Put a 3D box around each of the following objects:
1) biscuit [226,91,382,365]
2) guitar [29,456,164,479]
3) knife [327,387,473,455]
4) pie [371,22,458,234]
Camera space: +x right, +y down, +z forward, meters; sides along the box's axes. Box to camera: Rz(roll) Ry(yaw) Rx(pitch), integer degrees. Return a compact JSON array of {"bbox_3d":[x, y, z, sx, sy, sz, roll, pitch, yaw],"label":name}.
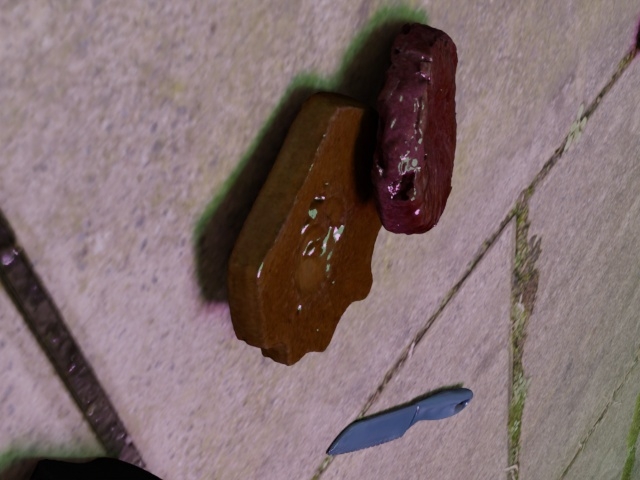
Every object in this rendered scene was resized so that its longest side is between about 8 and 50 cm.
[{"bbox_3d":[-0.002,-0.001,0.855,0.182,0.034,0.215,-64,158,-13],"label":"biscuit"},{"bbox_3d":[-0.163,0.149,0.677,0.271,0.084,0.038,18,96,-59],"label":"guitar"},{"bbox_3d":[0.086,0.181,1.251,0.313,0.019,0.044,-1,119,-60],"label":"knife"},{"bbox_3d":[0.069,-0.076,0.867,0.153,0.038,0.153,8,90,-74],"label":"pie"}]
